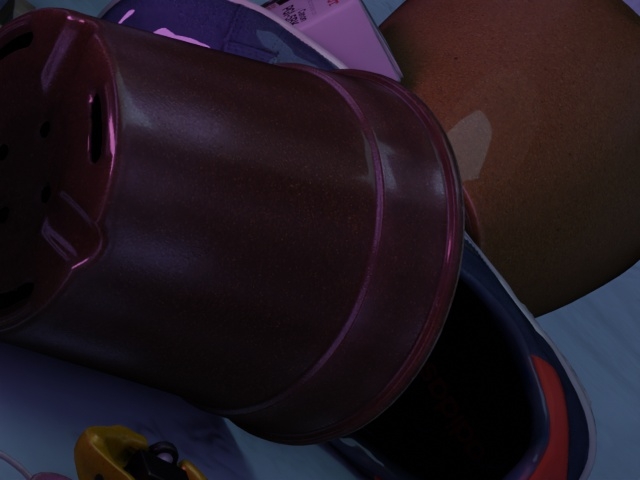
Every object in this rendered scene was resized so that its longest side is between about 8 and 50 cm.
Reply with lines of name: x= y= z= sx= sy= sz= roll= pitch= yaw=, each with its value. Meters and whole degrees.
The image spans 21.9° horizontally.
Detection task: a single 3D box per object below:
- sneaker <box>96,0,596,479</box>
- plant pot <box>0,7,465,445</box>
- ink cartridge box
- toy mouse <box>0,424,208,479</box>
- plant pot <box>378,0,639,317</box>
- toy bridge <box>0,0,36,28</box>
sneaker: x=0.000 y=0.000 z=0.809 sx=0.350 sy=0.131 sz=0.148 roll=45 pitch=10 yaw=10
plant pot: x=-0.059 y=-0.010 z=0.661 sx=0.165 sy=0.167 sz=0.167 roll=16 pitch=29 yaw=-43
ink cartridge box: x=-0.030 y=-0.097 z=0.946 sx=0.056 sy=0.135 sz=0.099 roll=61 pitch=5 yaw=-21
toy mouse: x=-0.053 y=0.116 z=0.538 sx=0.161 sy=0.031 sz=0.143 roll=30 pitch=19 yaw=-39
plant pot: x=0.085 y=-0.037 z=1.013 sx=0.237 sy=0.237 sz=0.254 roll=44 pitch=28 yaw=5
toy bridge: x=-0.168 y=-0.112 z=0.903 sx=0.188 sy=0.026 sz=0.063 roll=36 pitch=16 yaw=-23
